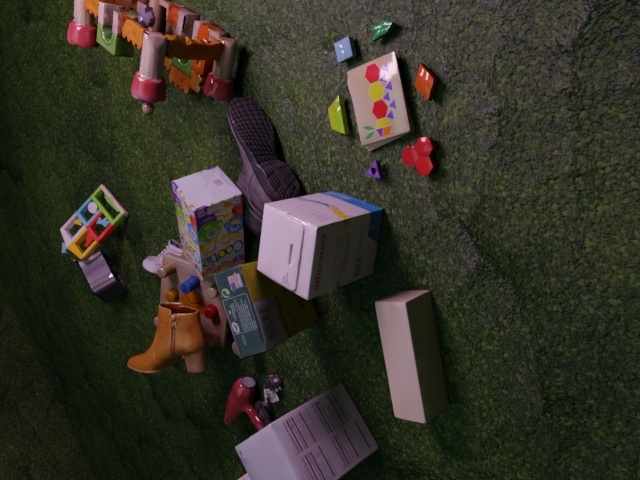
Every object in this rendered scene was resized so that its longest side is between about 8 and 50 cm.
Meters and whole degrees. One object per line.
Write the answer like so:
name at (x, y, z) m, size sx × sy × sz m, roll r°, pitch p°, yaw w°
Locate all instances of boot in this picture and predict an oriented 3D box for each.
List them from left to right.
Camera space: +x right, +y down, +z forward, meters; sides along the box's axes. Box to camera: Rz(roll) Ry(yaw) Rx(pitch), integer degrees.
boot at (-0.478, 0.294, 1.649) m, size 0.294 × 0.104 × 0.212 m, roll -3°, pitch 102°, yaw 20°
boot at (-0.512, 0.055, 1.848) m, size 0.258 × 0.095 × 0.124 m, roll 12°, pitch 104°, yaw 32°
boot at (-0.198, -0.194, 1.459) m, size 0.222 × 0.118 × 0.338 m, roll -41°, pitch 66°, yaw 50°

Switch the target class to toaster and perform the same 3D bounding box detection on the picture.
toaster at (-0.880, 0.141, 2.158) m, size 0.168 × 0.110 × 0.186 m, roll 55°, pitch 169°, yaw 18°

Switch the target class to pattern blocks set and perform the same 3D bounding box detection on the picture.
pattern blocks set at (0.130, -0.297, 1.170) m, size 0.285 × 0.026 × 0.325 m, roll 3°, pitch 103°, yaw 43°

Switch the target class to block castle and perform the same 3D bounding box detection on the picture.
block castle at (-0.460, -0.519, 1.480) m, size 0.453 × 0.302 × 0.213 m, roll 39°, pitch 126°, yaw 31°

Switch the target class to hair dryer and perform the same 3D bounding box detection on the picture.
hair dryer at (-0.219, 0.534, 1.669) m, size 0.293 × 0.080 × 0.224 m, roll -21°, pitch 70°, yaw 47°

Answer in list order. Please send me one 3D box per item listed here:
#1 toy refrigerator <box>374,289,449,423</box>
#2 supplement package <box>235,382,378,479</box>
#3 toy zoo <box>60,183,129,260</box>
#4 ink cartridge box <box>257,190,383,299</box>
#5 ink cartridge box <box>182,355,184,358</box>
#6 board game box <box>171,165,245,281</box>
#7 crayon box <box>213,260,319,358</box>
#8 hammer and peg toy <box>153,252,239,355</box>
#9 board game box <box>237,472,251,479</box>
toy refrigerator at (0.202, 0.253, 1.202) m, size 0.094 × 0.102 × 0.270 m, roll -6°, pitch 98°, yaw 44°
supplement package at (-0.035, 0.536, 1.391) m, size 0.199 × 0.262 × 0.198 m, roll -45°, pitch 70°, yaw 42°
toy zoo at (-0.898, -0.056, 2.098) m, size 0.293 × 0.030 × 0.192 m, roll -48°, pitch 63°, yaw 1°
ink cartridge box at (0.000, 0.000, 1.231) m, size 0.168 × 0.232 × 0.171 m, roll 25°, pitch 117°, yaw 36°
ink cartridge box at (-0.530, 0.381, 1.985) m, size 0.063 × 0.029 × 0.115 m, roll -39°, pitch 74°, yaw 42°
board game box at (-0.311, -0.043, 1.516) m, size 0.144 × 0.142 × 0.275 m, roll 46°, pitch 147°, yaw 34°
crayon box at (-0.120, 0.147, 1.328) m, size 0.081 × 0.318 × 0.202 m, roll -20°, pitch 86°, yaw 22°
hammer and peg toy at (-0.343, 0.198, 1.675) m, size 0.361 × 0.127 × 0.266 m, roll 18°, pitch 115°, yaw 18°
board game box at (-0.215, 0.723, 1.586) m, size 0.053 × 0.305 × 0.193 m, roll 51°, pitch 131°, yaw 18°
